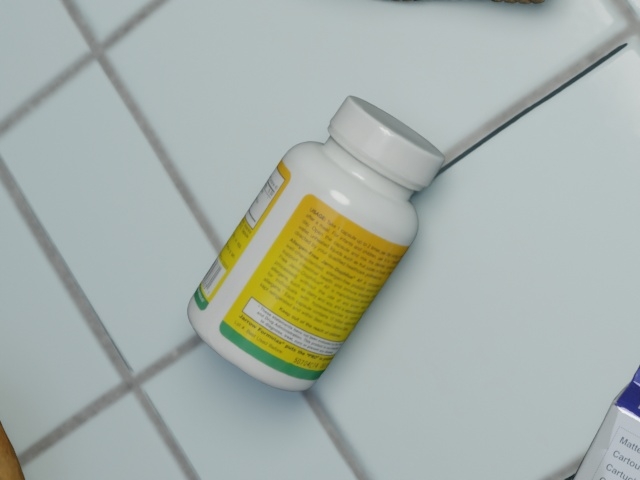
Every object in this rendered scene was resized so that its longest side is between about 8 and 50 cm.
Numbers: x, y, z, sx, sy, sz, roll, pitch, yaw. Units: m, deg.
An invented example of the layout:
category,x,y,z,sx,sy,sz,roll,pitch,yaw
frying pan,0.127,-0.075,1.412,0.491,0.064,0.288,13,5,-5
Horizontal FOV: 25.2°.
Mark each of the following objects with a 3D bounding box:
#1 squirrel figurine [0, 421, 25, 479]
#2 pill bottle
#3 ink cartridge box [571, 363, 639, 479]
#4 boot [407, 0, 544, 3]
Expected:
category,x,y,z,sx,sy,sz,roll,pitch,yaw
squirrel figurine,-0.441,0.234,1.165,0.397,0.281,0.370,34,95,13
pill bottle,0.000,0.000,1.079,0.117,0.117,0.208,37,102,15
ink cartridge box,0.287,0.208,1.019,0.223,0.045,0.224,27,99,17
boot,0.086,-0.288,1.077,0.248,0.090,0.207,10,82,20
